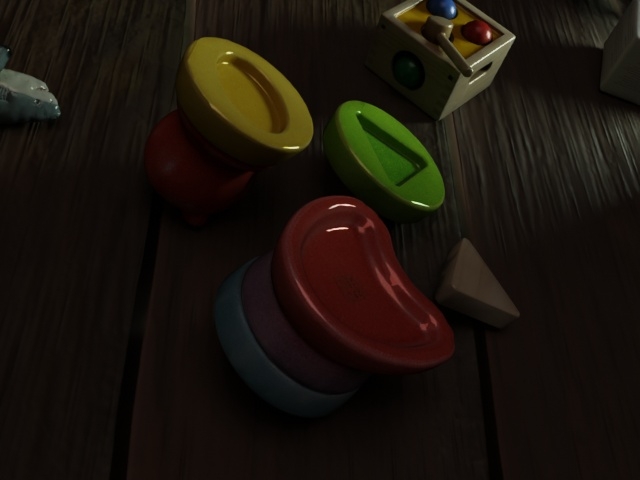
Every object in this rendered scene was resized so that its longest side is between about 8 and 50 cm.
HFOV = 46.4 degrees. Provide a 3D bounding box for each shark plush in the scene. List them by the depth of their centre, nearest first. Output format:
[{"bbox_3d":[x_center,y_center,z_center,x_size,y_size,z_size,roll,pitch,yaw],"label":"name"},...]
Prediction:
[{"bbox_3d":[-0.310,-0.111,0.637,0.161,0.073,0.067,-29,96,-37],"label":"shark plush"}]

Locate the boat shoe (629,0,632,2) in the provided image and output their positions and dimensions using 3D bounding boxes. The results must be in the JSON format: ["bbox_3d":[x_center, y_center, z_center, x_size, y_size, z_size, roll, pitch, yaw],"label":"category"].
[{"bbox_3d":[0.378,-0.378,0.999,0.104,0.111,0.307,-17,42,-9],"label":"boat shoe"}]

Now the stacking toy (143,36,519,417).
[{"bbox_3d":[0.000,0.000,0.639,0.279,0.130,0.309,5,50,-46],"label":"stacking toy"}]

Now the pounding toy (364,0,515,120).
[{"bbox_3d":[0.131,-0.204,0.801,0.130,0.100,0.141,42,54,17],"label":"pounding toy"}]

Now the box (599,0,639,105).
[{"bbox_3d":[0.405,-0.224,0.904,0.102,0.087,0.101,21,52,0],"label":"box"}]
